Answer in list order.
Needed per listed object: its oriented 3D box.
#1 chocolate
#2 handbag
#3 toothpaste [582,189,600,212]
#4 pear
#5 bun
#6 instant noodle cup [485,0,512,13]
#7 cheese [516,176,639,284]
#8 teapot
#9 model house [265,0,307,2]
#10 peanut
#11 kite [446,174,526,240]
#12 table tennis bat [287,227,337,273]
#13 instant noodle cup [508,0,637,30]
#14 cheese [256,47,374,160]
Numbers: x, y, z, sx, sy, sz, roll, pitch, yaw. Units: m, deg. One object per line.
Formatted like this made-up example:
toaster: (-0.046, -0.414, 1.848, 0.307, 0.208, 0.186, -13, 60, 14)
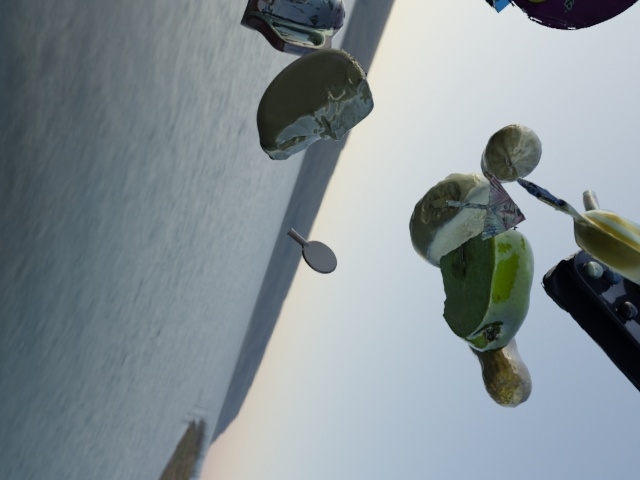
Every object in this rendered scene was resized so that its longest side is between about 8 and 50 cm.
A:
chocolate: (0.471, 0.310, 1.520, 0.309, 0.134, 0.134, -95, -159, -50)
handbag: (0.639, 0.132, 1.134, 0.269, 0.325, 0.118, -24, 159, -38)
toothpaste: (0.686, -0.073, 1.430, 0.205, 0.036, 0.056, -57, 166, -57)
pear: (0.433, 0.136, 1.424, 0.286, 0.176, 0.282, 129, -34, -64)
bun: (0.453, -0.087, 1.951, 0.202, 0.364, 0.364, 52, -46, 37)
instant noodle cup: (0.557, -0.829, 1.707, 0.178, 0.240, 0.240, -30, -164, 13)
cheese: (0.389, -0.008, 0.781, 0.069, 0.270, 0.177, -58, -176, 13)
teapot: (-0.078, -0.706, 1.777, 0.233, 0.312, 0.315, 128, -25, -59)
model house: (-0.107, -0.712, 1.525, 0.219, 0.199, 0.229, -31, -153, 57)
peanut: (0.447, -0.198, 1.348, 0.224, 0.129, 0.129, 34, 75, -79)
kite: (0.307, -0.063, 1.049, 0.005, 0.152, 0.137, 113, -6, -71)
table tennis bat: (0.000, 0.000, 1.559, 0.119, 0.170, 0.107, -49, -179, 43)
instant noodle cup: (0.380, -0.429, 0.749, 0.190, 0.251, 0.251, -31, 161, -30)
cheese: (-0.020, -0.217, 0.928, 0.202, 0.091, 0.175, -39, -129, 3)
